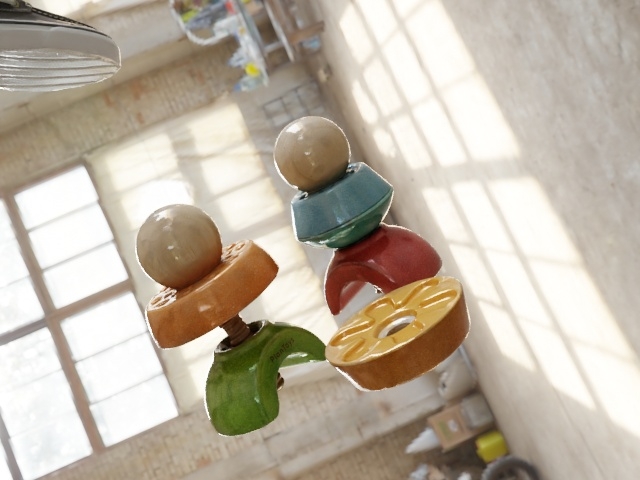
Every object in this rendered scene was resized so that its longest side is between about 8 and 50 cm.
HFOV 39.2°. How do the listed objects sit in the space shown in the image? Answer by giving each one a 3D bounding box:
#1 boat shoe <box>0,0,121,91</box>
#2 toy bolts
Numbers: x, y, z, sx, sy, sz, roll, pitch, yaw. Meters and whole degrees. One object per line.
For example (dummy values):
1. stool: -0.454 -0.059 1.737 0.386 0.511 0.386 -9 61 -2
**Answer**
1. boat shoe: -0.391 -0.252 1.040 0.121 0.335 0.119 -28 69 47
2. toy bolts: 0.000 0.000 0.648 0.158 0.218 0.228 60 -140 -13
